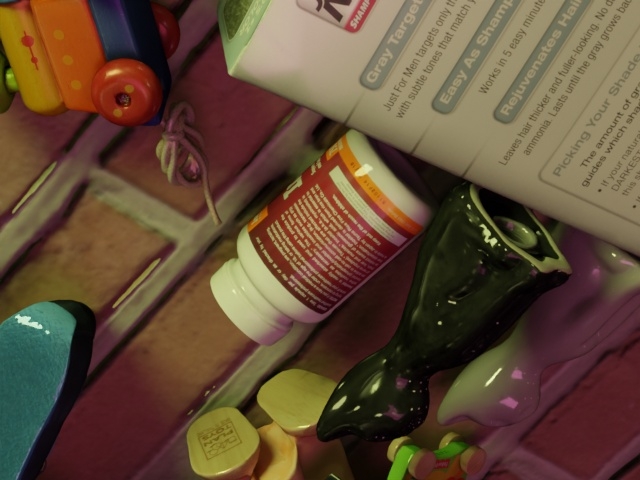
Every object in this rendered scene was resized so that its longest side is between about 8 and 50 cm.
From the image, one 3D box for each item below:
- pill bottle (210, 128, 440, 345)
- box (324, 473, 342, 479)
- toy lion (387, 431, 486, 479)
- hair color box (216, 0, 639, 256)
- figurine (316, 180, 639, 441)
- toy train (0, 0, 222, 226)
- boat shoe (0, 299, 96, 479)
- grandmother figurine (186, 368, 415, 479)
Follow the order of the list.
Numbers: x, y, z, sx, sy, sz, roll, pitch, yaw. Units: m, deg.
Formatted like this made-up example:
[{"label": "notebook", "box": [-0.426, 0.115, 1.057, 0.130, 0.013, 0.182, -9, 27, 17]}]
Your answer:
[{"label": "pill bottle", "box": [0.000, 0.000, 0.933, 0.152, 0.086, 0.086, -42, 118, 15]}, {"label": "box", "box": [-0.024, 0.325, 0.964, 0.261, 0.103, 0.184, -41, 125, -18]}, {"label": "toy lion", "box": [0.084, 0.199, 1.067, 0.100, 0.034, 0.096, 7, 105, -46]}, {"label": "hair color box", "box": [0.144, -0.127, 0.864, 0.374, 0.113, 0.185, 22, 115, -21]}, {"label": "figurine", "box": [0.119, 0.066, 0.963, 0.215, 0.092, 0.209, 4, 132, -45]}, {"label": "toy train", "box": [-0.160, -0.098, 0.847, 0.143, 0.105, 0.248, -8, 122, 8]}, {"label": "boat shoe", "box": [-0.226, 0.156, 0.978, 0.109, 0.089, 0.258, 42, 106, 6]}, {"label": "grandmother figurine", "box": [0.002, 0.270, 1.086, 0.208, 0.104, 0.342, -24, 121, -1]}]
